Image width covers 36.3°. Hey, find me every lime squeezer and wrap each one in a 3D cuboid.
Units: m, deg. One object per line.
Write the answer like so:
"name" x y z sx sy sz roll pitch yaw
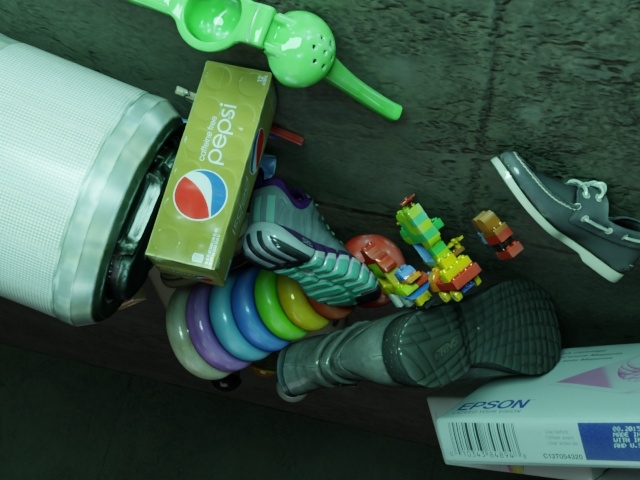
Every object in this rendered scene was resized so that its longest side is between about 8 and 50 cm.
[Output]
"lime squeezer" -0.056 -0.160 0.735 0.310 0.059 0.110 19 -167 -19

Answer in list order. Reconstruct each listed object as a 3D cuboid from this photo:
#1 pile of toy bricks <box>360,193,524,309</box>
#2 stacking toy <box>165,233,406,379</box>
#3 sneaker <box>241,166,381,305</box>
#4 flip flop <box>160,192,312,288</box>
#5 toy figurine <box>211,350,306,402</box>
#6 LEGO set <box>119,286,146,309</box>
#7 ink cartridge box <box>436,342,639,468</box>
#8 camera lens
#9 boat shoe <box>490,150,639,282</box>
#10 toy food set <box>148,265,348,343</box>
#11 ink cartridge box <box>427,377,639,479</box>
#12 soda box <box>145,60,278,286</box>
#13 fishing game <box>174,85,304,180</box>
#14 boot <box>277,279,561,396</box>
"pile of toy bricks" 0.114 0.000 1.030 0.105 0.118 0.212 53 166 -5
"stacking toy" -0.035 0.077 1.235 0.330 0.141 0.141 -19 146 33
"sneaker" 0.000 0.000 1.046 0.083 0.098 0.223 -12 154 27
"flip flop" -0.107 -0.012 1.174 0.112 0.080 0.277 -22 174 -38
"toy figurine" -0.121 0.189 1.711 0.213 0.148 0.209 9 162 21
"LEGO set" -0.277 -0.045 1.103 0.287 0.132 0.107 40 171 6
"ink cartridge box" 0.360 0.175 1.179 0.324 0.071 0.330 -11 -170 42
"camera lens" -0.272 -0.063 0.880 0.274 0.219 0.219 22 163 0
"boat shoe" 0.233 -0.034 0.891 0.065 0.075 0.206 -43 127 18
"toy food set" -0.113 0.069 1.459 0.306 0.092 0.220 10 151 10
"ink cartridge box" 0.355 0.248 1.409 0.207 0.119 0.353 -19 -173 -38
"soda box" -0.090 -0.058 0.834 0.061 0.181 0.058 13 163 8
"fishing game" -0.139 -0.088 1.026 0.189 0.041 0.264 22 160 -24
"boot" 0.125 0.122 1.196 0.338 0.118 0.222 3 167 -43
